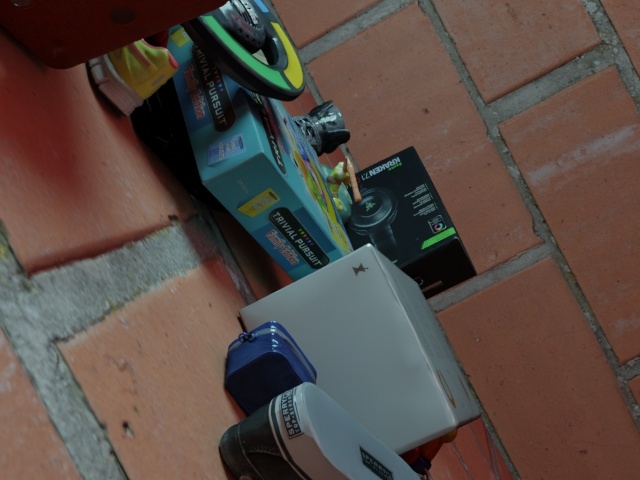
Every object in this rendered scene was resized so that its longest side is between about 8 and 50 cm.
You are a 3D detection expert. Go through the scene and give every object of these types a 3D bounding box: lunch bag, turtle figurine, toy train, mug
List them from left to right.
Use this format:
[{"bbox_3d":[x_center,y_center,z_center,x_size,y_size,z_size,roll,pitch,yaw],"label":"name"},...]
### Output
[{"bbox_3d":[-0.049,0.127,0.829,0.098,0.067,0.065,57,10,-22],"label":"lunch bag"},{"bbox_3d":[-0.005,-0.088,1.599,0.157,0.097,0.129,66,10,19],"label":"mug"},{"bbox_3d":[0.000,0.000,1.338,0.217,0.087,0.269,-127,-139,-81],"label":"turtle figurine"},{"bbox_3d":[0.173,0.278,1.247,0.248,0.143,0.105,50,3,27],"label":"toy train"}]

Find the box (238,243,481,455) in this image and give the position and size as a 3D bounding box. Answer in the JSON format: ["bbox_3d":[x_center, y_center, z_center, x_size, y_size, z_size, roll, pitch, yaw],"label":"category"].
[{"bbox_3d":[0.066,0.158,1.059,0.214,0.168,0.345,65,9,15],"label":"box"}]

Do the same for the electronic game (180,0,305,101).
[{"bbox_3d":[-0.098,-0.252,0.977,0.229,0.048,0.229,43,25,-25],"label":"electronic game"}]

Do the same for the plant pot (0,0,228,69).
[{"bbox_3d":[-0.201,-0.306,0.717,0.267,0.267,0.235,47,29,-59],"label":"plant pot"}]

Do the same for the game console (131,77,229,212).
[{"bbox_3d":[-0.190,-0.200,1.068,0.361,0.044,0.213,67,10,28],"label":"game console"}]

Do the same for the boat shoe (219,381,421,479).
[{"bbox_3d":[0.026,0.250,0.782,0.306,0.105,0.113,47,20,-37],"label":"boat shoe"}]

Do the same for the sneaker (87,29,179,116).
[{"bbox_3d":[-0.203,-0.229,0.919,0.208,0.094,0.081,66,11,28],"label":"sneaker"}]

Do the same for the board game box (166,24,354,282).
[{"bbox_3d":[-0.065,-0.096,1.096,0.336,0.079,0.253,52,15,-55],"label":"board game box"}]

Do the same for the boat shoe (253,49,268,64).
[{"bbox_3d":[-0.142,-0.310,1.475,0.098,0.109,0.302,65,15,7],"label":"boat shoe"}]

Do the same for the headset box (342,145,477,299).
[{"bbox_3d":[0.131,0.001,1.643,0.131,0.246,0.283,54,14,-47],"label":"headset box"}]

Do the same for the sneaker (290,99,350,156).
[{"bbox_3d":[-0.035,-0.208,1.608,0.101,0.153,0.268,64,9,9],"label":"sneaker"}]
